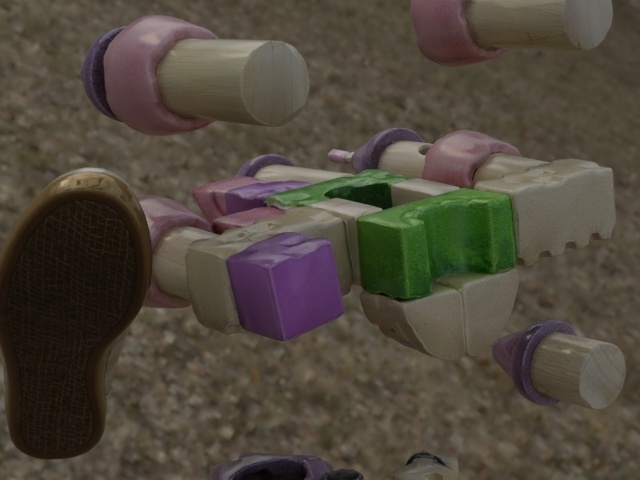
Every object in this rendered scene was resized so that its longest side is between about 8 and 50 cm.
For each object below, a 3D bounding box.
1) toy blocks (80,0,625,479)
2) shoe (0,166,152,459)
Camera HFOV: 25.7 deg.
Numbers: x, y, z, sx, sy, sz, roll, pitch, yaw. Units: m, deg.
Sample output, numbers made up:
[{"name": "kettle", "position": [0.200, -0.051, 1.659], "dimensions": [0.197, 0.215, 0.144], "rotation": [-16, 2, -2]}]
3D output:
[{"name": "toy blocks", "position": [0.000, 0.000, 0.858], "dimensions": [0.289, 0.309, 0.260], "rotation": [-17, 17, -34]}, {"name": "shoe", "position": [-0.134, 0.033, 0.732], "dimensions": [0.077, 0.219, 0.058], "rotation": [6, 48, -14]}]
